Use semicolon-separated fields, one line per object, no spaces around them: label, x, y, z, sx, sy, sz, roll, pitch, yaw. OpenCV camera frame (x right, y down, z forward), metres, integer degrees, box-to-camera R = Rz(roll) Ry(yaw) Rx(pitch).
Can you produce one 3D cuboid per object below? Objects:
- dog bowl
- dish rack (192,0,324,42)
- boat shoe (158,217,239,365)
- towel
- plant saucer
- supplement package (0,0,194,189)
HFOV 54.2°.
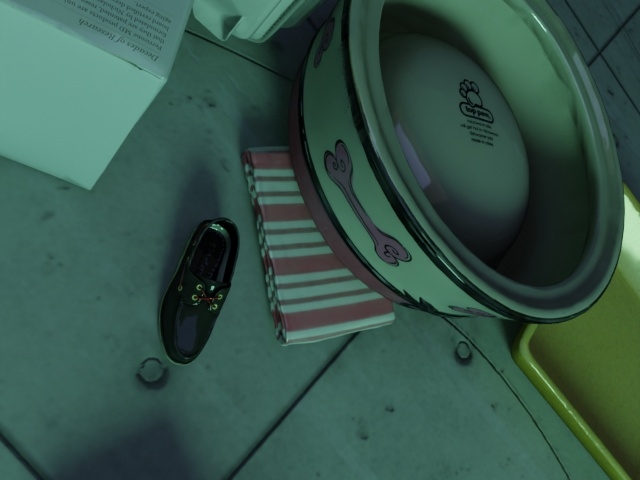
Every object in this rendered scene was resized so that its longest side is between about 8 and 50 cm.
dog bowl;0.141;-0.104;0.658;0.407;0.150;0.408;13;67;-34
dish rack;-0.132;-0.292;0.499;0.333;0.285;0.072;39;79;-17
boat shoe;-0.104;0.041;0.543;0.048;0.042;0.133;24;65;-27
towel;0.000;0.000;0.631;0.144;0.029;0.197;-4;78;-36
plant saucer;0.384;0.141;0.799;0.333;0.081;0.333;50;57;-10
supplement package;-0.238;-0.174;0.422;0.261;0.204;0.145;23;63;-25
